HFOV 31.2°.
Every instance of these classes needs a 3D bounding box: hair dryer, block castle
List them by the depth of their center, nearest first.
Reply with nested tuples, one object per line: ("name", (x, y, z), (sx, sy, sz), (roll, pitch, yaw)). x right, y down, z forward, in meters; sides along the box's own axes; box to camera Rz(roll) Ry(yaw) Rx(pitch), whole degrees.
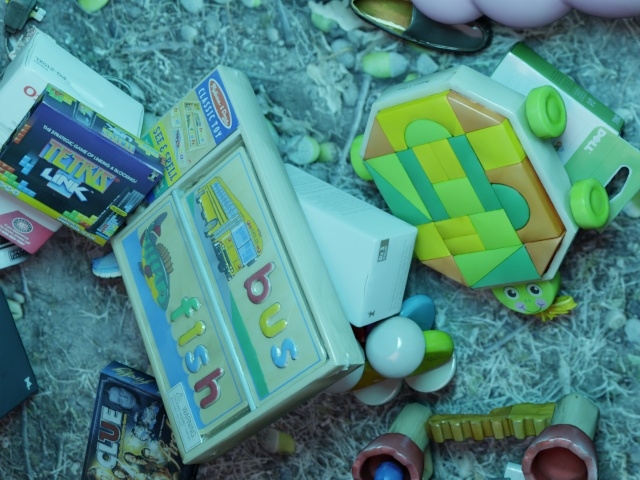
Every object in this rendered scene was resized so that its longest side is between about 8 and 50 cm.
("block castle", (0.223, 0.428, 1.414), (0.303, 0.213, 0.453), (-6, 107, 23))
("hair dryer", (-0.409, -0.164, 1.529), (0.223, 0.080, 0.293), (46, 118, -1))

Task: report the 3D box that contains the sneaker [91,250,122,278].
("sneaker", (-0.241, 0.007, 1.551), (0.162, 0.063, 0.073), (-18, 83, 21))

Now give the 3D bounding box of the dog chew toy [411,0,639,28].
("dog chew toy", (0.229, -0.312, 1.181), (0.331, 0.206, 0.207), (-10, 105, 32))

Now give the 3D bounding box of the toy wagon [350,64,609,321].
("toy wagon", (0.192, -0.035, 1.311), (0.267, 0.068, 0.344), (-11, 118, 43))

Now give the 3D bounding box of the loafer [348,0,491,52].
("loafer", (0.111, -0.250, 1.315), (0.170, 0.061, 0.062), (17, 113, 13))

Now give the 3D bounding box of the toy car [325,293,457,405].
("toy car", (0.076, 0.124, 1.434), (0.182, 0.159, 0.136), (-18, 65, 25))

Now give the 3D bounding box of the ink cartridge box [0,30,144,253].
("ink cartridge box", (-0.364, -0.121, 1.466), (0.172, 0.100, 0.237), (35, 120, -25))

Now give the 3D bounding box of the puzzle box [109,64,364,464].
("puzzle box", (-0.126, 0.030, 1.385), (0.272, 0.052, 0.409), (-37, 64, 31))

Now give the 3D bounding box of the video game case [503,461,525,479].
("video game case", (0.305, 0.373, 1.493), (0.157, 0.019, 0.143), (15, 113, 15))

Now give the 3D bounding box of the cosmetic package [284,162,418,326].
("cosmetic package", (0.000, 0.000, 1.385), (0.231, 0.085, 0.117), (29, 120, 36))

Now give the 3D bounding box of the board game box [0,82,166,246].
("board game box", (-0.297, -0.089, 1.397), (0.170, 0.048, 0.141), (31, 122, -22))

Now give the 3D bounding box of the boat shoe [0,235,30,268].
("boat shoe", (-0.565, 0.022, 1.637), (0.306, 0.113, 0.105), (-16, 96, 22))

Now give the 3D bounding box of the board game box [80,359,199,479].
("board game box", (-0.259, 0.312, 1.666), (0.165, 0.042, 0.243), (20, 114, 13))

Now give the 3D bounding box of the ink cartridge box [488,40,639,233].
("ink cartridge box", (0.271, -0.118, 1.302), (0.209, 0.062, 0.109), (38, 119, 4))

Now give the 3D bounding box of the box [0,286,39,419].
("box", (-0.617, 0.211, 1.622), (0.294, 0.296, 0.183), (-10, 105, 22))
